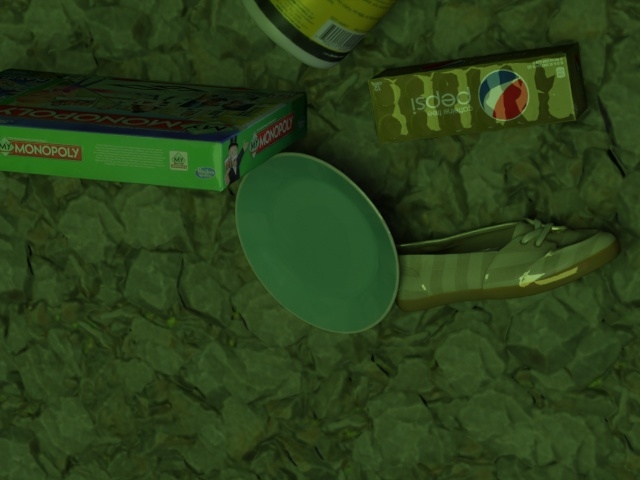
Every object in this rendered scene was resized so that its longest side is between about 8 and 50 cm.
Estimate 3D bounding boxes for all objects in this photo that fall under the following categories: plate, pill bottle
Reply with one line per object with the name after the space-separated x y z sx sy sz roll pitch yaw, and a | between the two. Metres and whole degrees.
0.000 0.000 1.552 0.188 0.024 0.188 21 128 29 | plate
0.036 -0.258 1.435 0.119 0.119 0.208 46 114 2 | pill bottle

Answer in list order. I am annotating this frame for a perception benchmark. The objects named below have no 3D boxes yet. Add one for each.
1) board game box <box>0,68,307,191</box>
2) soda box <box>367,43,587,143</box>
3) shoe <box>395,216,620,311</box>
-0.195 -0.104 1.512 0.317 0.213 0.046 6 107 18 | board game box
0.138 -0.129 1.469 0.181 0.058 0.061 -6 104 22 | soda box
0.159 0.016 1.495 0.219 0.076 0.058 -12 106 25 | shoe
